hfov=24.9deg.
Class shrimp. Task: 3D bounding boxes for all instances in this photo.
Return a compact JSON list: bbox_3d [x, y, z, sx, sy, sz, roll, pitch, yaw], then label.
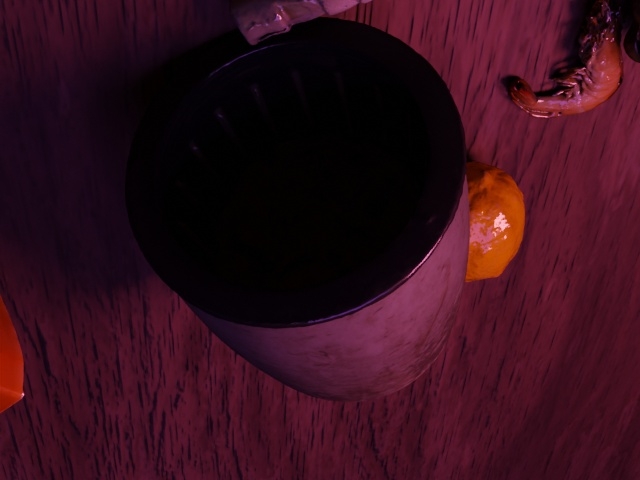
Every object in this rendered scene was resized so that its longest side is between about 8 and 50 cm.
[{"bbox_3d":[0.245,-0.179,1.453,0.124,0.034,0.178,-15,151,2],"label":"shrimp"}]

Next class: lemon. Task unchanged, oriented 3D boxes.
[{"bbox_3d":[0.162,-0.017,1.557,0.114,0.114,0.155,-11,137,-15],"label":"lemon"}]

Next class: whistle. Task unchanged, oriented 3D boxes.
[{"bbox_3d":[0.044,-0.238,1.228,0.258,0.067,0.126,-24,154,12],"label":"whistle"}]

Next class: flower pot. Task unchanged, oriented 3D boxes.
[{"bbox_3d":[0.000,0.000,1.357,0.293,0.294,0.330,-21,154,0],"label":"flower pot"}]

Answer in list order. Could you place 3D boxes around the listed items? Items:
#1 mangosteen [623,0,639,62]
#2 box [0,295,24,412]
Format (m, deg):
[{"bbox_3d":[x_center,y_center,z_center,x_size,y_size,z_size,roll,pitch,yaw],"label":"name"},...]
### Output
[{"bbox_3d":[0.364,-0.204,1.392,0.152,0.152,0.152,-15,146,-10],"label":"mangosteen"},{"bbox_3d":[-0.488,0.148,1.405,0.341,0.143,0.225,-33,145,19],"label":"box"}]
